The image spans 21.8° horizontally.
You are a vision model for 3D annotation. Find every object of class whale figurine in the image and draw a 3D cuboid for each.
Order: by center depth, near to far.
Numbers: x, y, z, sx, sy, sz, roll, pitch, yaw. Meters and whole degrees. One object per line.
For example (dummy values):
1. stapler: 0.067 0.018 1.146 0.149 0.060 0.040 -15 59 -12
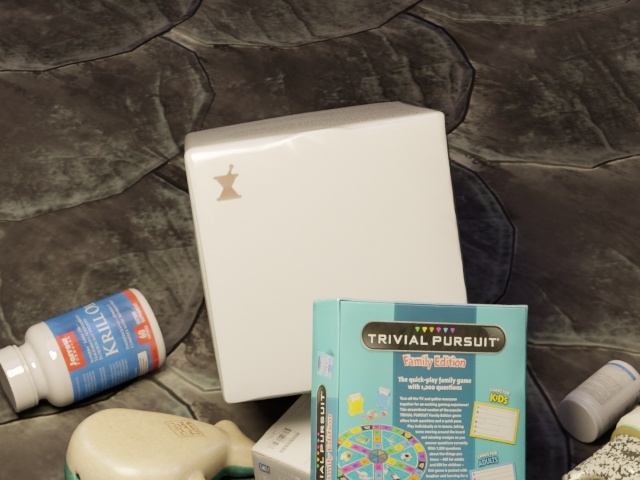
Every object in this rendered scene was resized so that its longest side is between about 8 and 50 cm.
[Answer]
1. whale figurine: -0.203 0.303 2.148 0.272 0.141 0.216 -4 29 -42

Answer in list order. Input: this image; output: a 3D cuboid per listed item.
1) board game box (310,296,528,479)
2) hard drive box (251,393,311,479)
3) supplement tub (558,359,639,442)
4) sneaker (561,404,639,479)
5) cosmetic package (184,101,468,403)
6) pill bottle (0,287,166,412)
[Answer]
1. board game box: 0.117 0.240 1.958 0.253 0.336 0.079 4 -6 -24
2. hard drive box: 0.057 0.285 2.144 0.232 0.089 0.181 19 43 29
3. supplement tub: 0.376 0.213 2.213 0.107 0.071 0.071 -32 44 -31
4. sneaker: 0.438 0.358 1.959 0.182 0.158 0.410 -25 33 -20
5. cosmetic package: 0.000 0.000 2.216 0.329 0.327 0.394 -8 7 -3
6. pill bottle: -0.340 0.160 2.334 0.221 0.124 0.124 -22 40 -20
